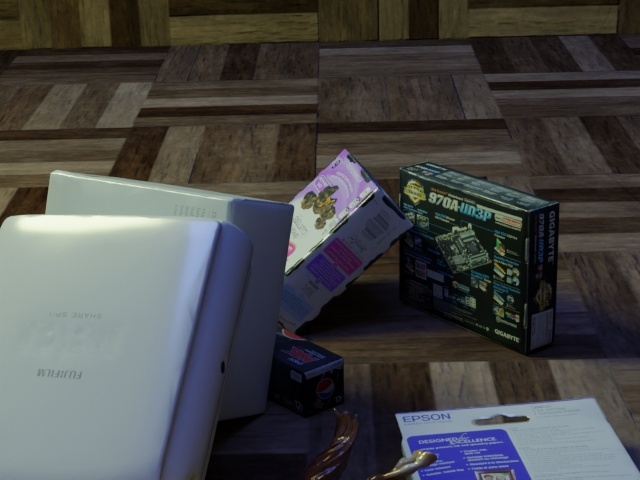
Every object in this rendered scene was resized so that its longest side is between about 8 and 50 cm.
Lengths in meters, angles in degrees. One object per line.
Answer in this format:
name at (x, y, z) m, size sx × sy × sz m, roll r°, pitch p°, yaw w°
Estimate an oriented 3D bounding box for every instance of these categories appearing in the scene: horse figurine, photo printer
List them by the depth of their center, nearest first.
horse figurine at (0.043, 0.250, 1.142) m, size 0.174 × 0.066 × 0.263 m, roll -31°, pitch 36°, yaw -9°
photo printer at (-0.210, 0.128, 1.263) m, size 0.256 × 0.107 × 0.307 m, roll 2°, pitch 63°, yaw 21°

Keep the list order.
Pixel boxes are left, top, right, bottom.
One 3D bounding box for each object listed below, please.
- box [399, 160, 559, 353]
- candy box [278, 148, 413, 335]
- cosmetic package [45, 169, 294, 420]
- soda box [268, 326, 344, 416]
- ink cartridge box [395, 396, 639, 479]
box at (0.180, 0.016, 1.632) m, size 0.051 × 0.175 × 0.220 m, roll -16°, pitch 24°, yaw -35°
candy box at (0.000, 0.000, 1.687) m, size 0.196 × 0.070 × 0.165 m, roll -44°, pitch 23°, yaw 5°
cosmetic package at (-0.166, 0.054, 1.448) m, size 0.225 × 0.224 × 0.138 m, roll 10°, pitch 3°, yaw 28°
soda box at (-0.048, 0.132, 1.512) m, size 0.060 × 0.053 × 0.169 m, roll -18°, pitch 27°, yaw -37°
ink cartridge box at (0.184, 0.216, 1.280) m, size 0.206 × 0.045 × 0.208 m, roll -4°, pitch 23°, yaw -5°
